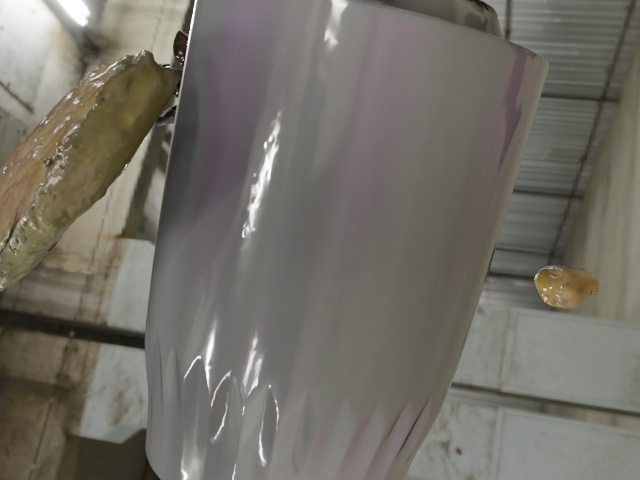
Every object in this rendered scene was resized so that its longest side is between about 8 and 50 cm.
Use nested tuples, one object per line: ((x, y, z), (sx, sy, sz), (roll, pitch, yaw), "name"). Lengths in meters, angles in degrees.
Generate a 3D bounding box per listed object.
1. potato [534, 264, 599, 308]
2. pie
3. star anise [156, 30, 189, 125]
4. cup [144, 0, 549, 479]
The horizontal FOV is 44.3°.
((0.318, 0.058, 1.009), (0.068, 0.083, 0.062), (-136, 37, -54), "potato")
((-0.180, -0.040, 0.517), (0.052, 0.218, 0.185), (44, -109, -23), "pie")
((-0.164, -0.221, 1.283), (0.129, 0.283, 0.212), (-22, 56, 56), "star anise")
((0.000, 0.000, 0.589), (0.253, 0.253, 0.371), (-23, -52, -75), "cup")
